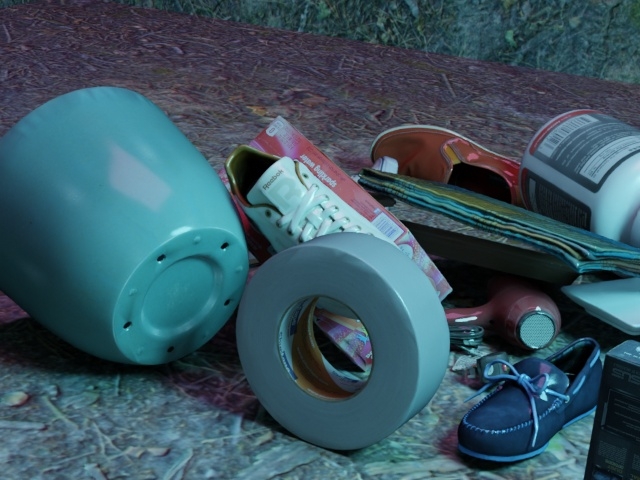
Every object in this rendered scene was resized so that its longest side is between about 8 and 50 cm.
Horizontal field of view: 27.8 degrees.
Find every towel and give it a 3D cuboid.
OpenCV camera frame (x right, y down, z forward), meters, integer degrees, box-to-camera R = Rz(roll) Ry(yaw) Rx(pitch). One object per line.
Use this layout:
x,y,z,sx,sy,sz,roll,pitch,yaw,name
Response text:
0.263,-0.021,1.754,0.370,0.040,0.271,22,8,37,towel

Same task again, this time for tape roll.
0.022,0.103,1.347,0.219,0.219,0.072,16,20,28,tape roll

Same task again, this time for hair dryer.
0.194,0.091,1.653,0.223,0.080,0.293,15,19,30,hair dryer

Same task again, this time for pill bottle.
0.472,-0.059,1.980,0.210,0.210,0.363,-1,20,-20,pill bottle

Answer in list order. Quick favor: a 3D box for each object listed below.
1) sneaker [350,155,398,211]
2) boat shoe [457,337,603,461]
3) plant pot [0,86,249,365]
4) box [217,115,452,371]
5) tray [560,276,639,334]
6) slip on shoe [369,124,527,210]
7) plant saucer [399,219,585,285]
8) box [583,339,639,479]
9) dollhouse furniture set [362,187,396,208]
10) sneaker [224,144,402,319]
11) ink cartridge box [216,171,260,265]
0.072,-0.081,2.102,0.091,0.094,0.258,12,20,3,sneaker
0.228,0.165,1.427,0.109,0.089,0.258,16,21,29,boat shoe
-0.221,0.005,1.493,0.293,0.293,0.235,-11,38,-41,plant pot
0.000,0.000,1.593,0.300,0.154,0.142,43,-5,43,box
0.464,0.085,1.720,0.270,0.030,0.145,-5,20,-30,tray
0.224,-0.118,2.237,0.331,0.123,0.101,22,28,28,slip on shoe
0.242,0.019,1.832,0.277,0.041,0.278,13,1,0,plant saucer
0.359,0.213,1.177,0.232,0.183,0.059,18,22,35,box
0.057,0.015,1.755,0.129,0.129,0.183,-4,20,-26,dollhouse furniture set
-0.016,-0.014,1.432,0.106,0.123,0.290,-47,49,-9,sneaker
-0.137,-0.034,1.910,0.234,0.088,0.193,-12,24,-43,ink cartridge box
